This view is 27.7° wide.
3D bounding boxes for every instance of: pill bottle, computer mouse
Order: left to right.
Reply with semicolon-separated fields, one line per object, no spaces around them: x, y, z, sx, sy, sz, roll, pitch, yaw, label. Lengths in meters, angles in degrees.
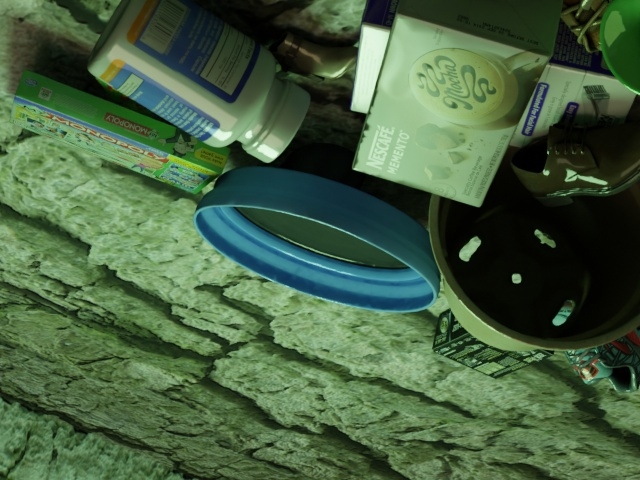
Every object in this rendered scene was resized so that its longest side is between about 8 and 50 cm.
-0.155;-0.217;1.707;0.272;0.152;0.152;31;149;-18;pill bottle
-0.021;-0.064;2.039;0.188;0.072;0.272;24;151;-15;computer mouse

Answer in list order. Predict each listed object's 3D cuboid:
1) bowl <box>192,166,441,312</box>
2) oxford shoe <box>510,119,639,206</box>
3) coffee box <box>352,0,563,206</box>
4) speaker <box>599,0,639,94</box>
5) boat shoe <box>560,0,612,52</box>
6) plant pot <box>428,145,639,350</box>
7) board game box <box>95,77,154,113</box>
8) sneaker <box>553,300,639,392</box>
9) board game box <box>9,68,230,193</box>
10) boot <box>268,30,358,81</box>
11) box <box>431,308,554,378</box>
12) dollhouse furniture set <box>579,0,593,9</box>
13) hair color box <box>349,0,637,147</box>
0.000;0.000;1.984;0.391;0.077;0.391;17;162;6;bowl
0.321;-0.104;1.562;0.096;0.083;0.227;37;144;-28;oxford shoe
0.149;-0.181;1.466;0.168;0.119;0.297;17;149;0;coffee box
0.397;-0.240;1.263;0.131;0.296;0.131;27;133;33;speaker
0.327;-0.270;1.433;0.324;0.120;0.122;23;151;-17;boat shoe
0.301;0.018;1.824;0.334;0.334;0.305;14;164;1;plant pot
-0.220;-0.225;1.865;0.181;0.043;0.092;1;150;23;board game box
0.464;0.178;2.199;0.262;0.125;0.104;28;149;-24;sneaker
-0.310;-0.160;1.968;0.317;0.046;0.213;21;170;-12;board game box
-0.012;-0.249;1.723;0.087;0.042;0.118;32;148;-26;boot
0.310;0.167;2.305;0.147;0.077;0.180;24;151;-18;box
0.239;-0.366;1.269;0.212;0.161;0.242;14;158;0;dollhouse furniture set
0.216;-0.215;1.605;0.339;0.110;0.185;14;152;4;hair color box
